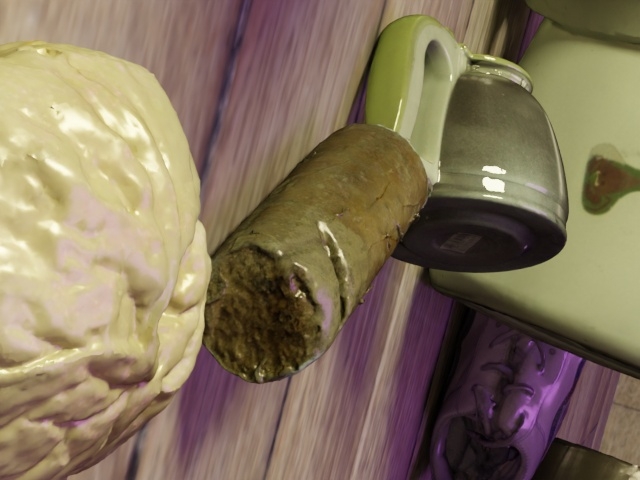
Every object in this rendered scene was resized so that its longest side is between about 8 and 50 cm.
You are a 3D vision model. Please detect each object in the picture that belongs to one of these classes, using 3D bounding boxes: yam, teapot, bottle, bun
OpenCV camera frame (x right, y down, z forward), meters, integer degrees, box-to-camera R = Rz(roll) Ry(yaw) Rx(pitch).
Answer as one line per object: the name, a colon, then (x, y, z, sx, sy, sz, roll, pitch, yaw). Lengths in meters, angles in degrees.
yam: (0.000, 0.000, 0.635, 0.132, 0.054, 0.054, -51, 153, -57)
teapot: (0.066, -0.045, 0.764, 0.124, 0.092, 0.090, 86, 7, -68)
bottle: (0.211, -0.098, 0.953, 0.351, 0.229, 0.229, -67, 165, 0)
bun: (-0.063, 0.014, 0.380, 0.115, 0.069, 0.115, 18, 90, -75)

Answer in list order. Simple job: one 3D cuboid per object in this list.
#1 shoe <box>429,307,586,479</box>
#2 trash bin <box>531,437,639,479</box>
shoe: (0.131, 0.071, 1.112, 0.137, 0.095, 0.245, -55, 163, -58)
trash bin: (0.162, 0.312, 1.220, 0.203, 0.252, 0.301, 44, 61, -36)
